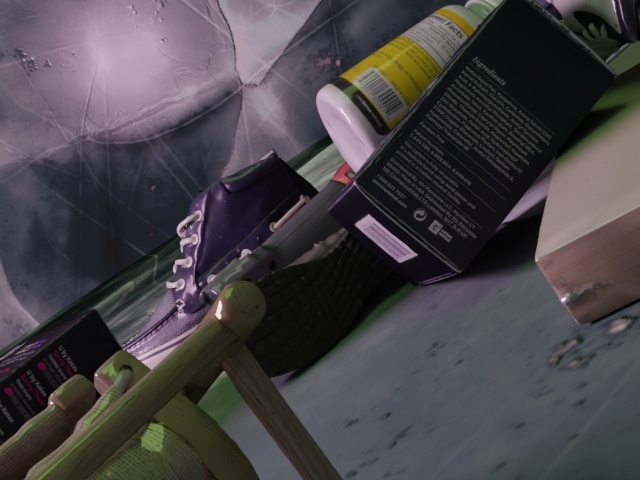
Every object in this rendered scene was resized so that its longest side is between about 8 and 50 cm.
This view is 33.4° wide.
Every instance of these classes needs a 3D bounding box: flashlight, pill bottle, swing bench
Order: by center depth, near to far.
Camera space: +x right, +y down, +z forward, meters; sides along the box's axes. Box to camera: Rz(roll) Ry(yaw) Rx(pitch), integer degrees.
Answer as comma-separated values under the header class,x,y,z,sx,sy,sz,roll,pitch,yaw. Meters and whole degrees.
class,x,y,z,sx,sy,sz,roll,pitch,yaw
swing bench,-0.124,0.174,0.418,0.255,0.165,0.253,-24,13,50
pill bottle,0.111,-0.147,1.013,0.208,0.119,0.119,-34,8,-8
flashlight,0.000,0.000,1.173,0.304,0.103,0.103,-44,9,-27

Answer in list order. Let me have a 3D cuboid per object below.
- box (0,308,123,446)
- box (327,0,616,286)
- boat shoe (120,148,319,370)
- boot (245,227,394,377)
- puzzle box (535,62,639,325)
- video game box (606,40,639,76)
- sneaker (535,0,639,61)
class,x,y,z,sx,sy,sz,roll,pitch,yaw
box,-0.292,0.202,0.949,0.165,0.143,0.270,-21,15,48
box,0.116,-0.077,0.868,0.207,0.108,0.153,-50,2,-9
boat shoe,-0.138,0.029,1.282,0.340,0.158,0.127,-34,8,-1
boot,-0.015,0.060,1.002,0.246,0.083,0.161,-37,-2,-27
puzzle box,0.291,-0.097,0.742,0.272,0.052,0.409,-30,10,24
video game box,0.249,-0.140,1.155,0.205,0.048,0.187,-39,8,-32
sneaker,0.247,-0.175,0.869,0.094,0.153,0.235,-5,-39,-20
